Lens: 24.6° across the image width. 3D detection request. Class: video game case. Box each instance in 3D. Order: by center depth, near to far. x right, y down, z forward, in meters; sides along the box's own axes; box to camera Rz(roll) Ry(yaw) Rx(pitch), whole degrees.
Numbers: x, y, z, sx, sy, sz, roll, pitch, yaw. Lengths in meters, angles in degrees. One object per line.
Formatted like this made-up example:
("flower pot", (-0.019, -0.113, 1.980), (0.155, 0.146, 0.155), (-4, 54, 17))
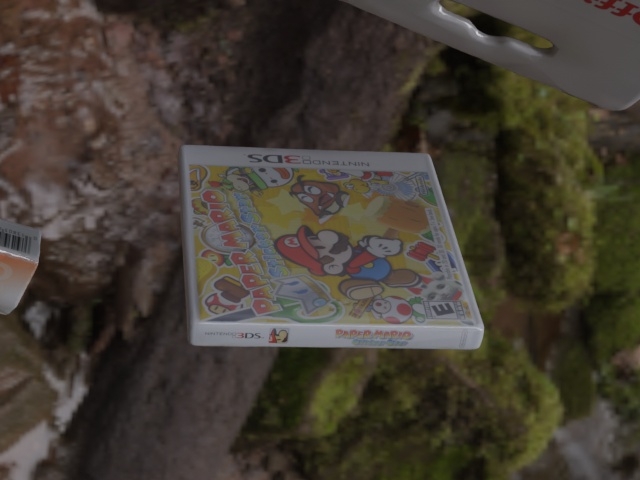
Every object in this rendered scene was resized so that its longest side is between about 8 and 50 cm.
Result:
("video game case", (0.000, 0.000, 1.098), (0.206, 0.227, 0.026), (1, 126, -9))

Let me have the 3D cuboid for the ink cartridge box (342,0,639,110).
("ink cartridge box", (0.077, -0.105, 0.346), (0.104, 0.180, 0.060), (21, 67, -12))

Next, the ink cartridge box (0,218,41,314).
("ink cartridge box", (-0.336, 0.041, 1.258), (0.145, 0.179, 0.045), (16, 41, -21))
